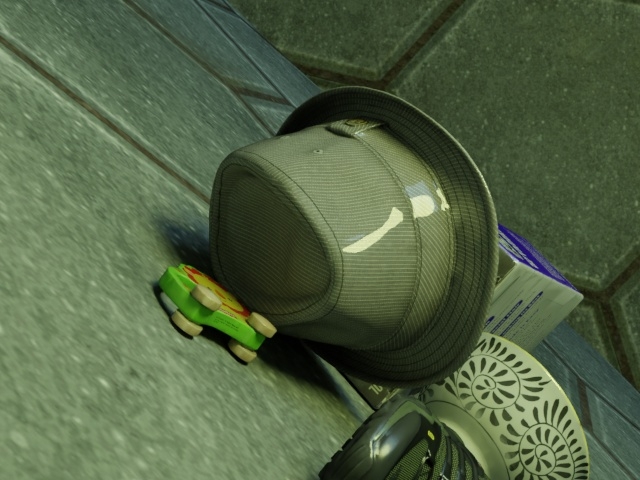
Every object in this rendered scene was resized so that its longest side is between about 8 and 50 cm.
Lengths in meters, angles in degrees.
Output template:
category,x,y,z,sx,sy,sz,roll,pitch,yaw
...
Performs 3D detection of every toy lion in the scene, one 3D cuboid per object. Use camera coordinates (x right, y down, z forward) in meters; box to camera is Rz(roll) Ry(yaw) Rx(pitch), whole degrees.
category,x,y,z,sx,sy,sz,roll,pitch,yaw
toy lion,-0.085,0.045,0.899,0.100,0.034,0.096,32,8,-46

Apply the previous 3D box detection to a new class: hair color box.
category,x,y,z,sx,sy,sz,roll,pitch,yaw
hair color box,0.140,0.072,1.207,0.110,0.185,0.339,46,10,19

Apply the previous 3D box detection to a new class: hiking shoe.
category,x,y,z,sx,sy,sz,roll,pitch,yaw
hiking shoe,0.082,0.176,0.830,0.114,0.086,0.227,44,9,26

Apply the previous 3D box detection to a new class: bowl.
category,x,y,z,sx,sy,sz,roll,pitch,yaw
bowl,0.130,0.168,0.991,0.080,0.170,0.170,-26,61,-32

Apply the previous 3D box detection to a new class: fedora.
category,x,y,z,sx,sy,sz,roll,pitch,yaw
fedora,0.000,0.000,0.965,0.124,0.244,0.275,-6,30,-39
